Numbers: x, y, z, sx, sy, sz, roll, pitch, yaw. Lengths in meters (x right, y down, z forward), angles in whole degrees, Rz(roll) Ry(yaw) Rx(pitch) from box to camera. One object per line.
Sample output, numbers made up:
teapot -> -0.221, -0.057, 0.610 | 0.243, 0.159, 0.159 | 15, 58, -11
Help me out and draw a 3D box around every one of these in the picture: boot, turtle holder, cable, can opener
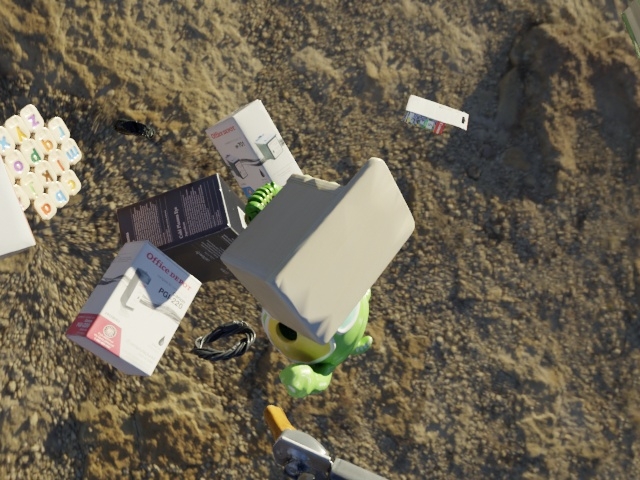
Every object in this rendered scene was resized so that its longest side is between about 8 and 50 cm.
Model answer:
boot -> -0.094, 0.678, 1.867 | 0.104, 0.211, 0.295 | -31, 138, -12
turtle holder -> -0.036, 0.182, 1.280 | 0.227, 0.243, 0.320 | 42, 72, -47
cable -> -0.274, 0.292, 1.561 | 0.184, 0.150, 0.047 | -18, 119, -14
can opener -> 0.046, 0.422, 1.023 | 0.095, 0.283, 0.076 | -50, 155, -57
boot -> -0.505, -0.300, 1.482 | 0.121, 0.099, 0.045 | 15, 95, -2

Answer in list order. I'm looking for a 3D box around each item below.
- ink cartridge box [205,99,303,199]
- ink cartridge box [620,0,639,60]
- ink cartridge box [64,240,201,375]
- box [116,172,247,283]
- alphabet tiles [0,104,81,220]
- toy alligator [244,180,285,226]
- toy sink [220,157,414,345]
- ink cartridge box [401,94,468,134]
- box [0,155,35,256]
ink cartridge box -> -0.137, -0.181, 1.171 | 0.082, 0.140, 0.190 | -42, 110, -28
ink cartridge box -> 0.451, -0.236, 0.712 | 0.171, 0.056, 0.235 | 64, 30, -5
ink cartridge box -> -0.356, 0.131, 1.085 | 0.158, 0.092, 0.218 | 46, 52, -34
box -> -0.369, -0.010, 1.657 | 0.313, 0.343, 0.179 | -19, 69, 5
alphabet tiles -> -0.772, -0.209, 1.514 | 0.284, 0.021, 0.278 | -65, 148, -43
toy alligator -> -0.084, -0.073, 0.929 | 0.051, 0.056, 0.189 | 60, 34, -21
toy sink -> 0.000, 0.000, 0.799 | 0.234, 0.131, 0.153 | -51, 133, -18
ink cartridge box -> 0.212, -0.227, 1.029 | 0.115, 0.029, 0.063 | 20, 44, 3
box -> -0.791, -0.048, 1.247 | 0.168, 0.345, 0.215 | -23, 99, -35
